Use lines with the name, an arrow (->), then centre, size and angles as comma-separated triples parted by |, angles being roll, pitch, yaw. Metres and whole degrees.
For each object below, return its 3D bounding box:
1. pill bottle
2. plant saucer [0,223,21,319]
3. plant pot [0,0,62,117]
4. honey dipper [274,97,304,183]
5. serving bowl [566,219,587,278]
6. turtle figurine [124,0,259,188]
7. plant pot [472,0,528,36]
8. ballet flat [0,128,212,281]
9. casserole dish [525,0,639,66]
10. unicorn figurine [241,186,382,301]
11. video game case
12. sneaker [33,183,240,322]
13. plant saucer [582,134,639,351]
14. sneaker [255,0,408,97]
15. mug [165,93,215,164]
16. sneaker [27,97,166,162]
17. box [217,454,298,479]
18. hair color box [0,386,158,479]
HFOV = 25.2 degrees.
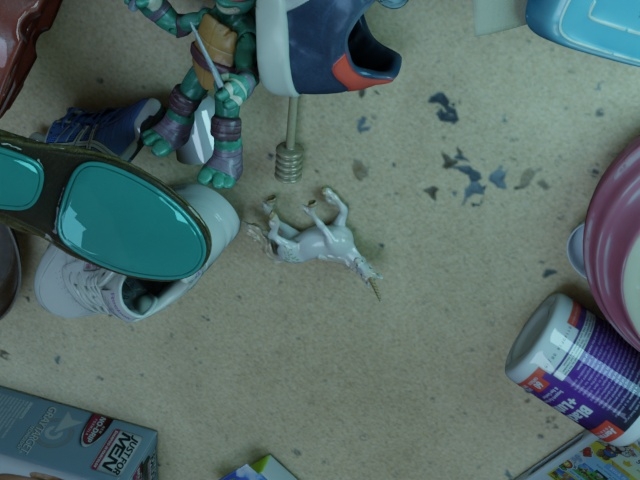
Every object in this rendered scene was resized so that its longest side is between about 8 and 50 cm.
pill bottle -> 0.301, 0.149, 1.503 | 0.193, 0.108, 0.108 | 33, 132, -3
plant saucer -> -0.498, -0.019, 1.758 | 0.311, 0.050, 0.310 | 12, 131, 14
plant pot -> -0.397, -0.258, 1.400 | 0.265, 0.272, 0.272 | 26, 132, -8
honey dipper -> -0.030, -0.132, 1.480 | 0.030, 0.030, 0.160 | 14, 128, 13
serving bowl -> 0.292, 0.006, 1.447 | 0.083, 0.027, 0.083 | 12, 130, 14
turtle figurine -> -0.107, -0.175, 1.387 | 0.175, 0.118, 0.234 | 45, 137, 37
plant pot -> 0.180, -0.252, 1.248 | 0.096, 0.109, 0.109 | -1, 126, 9
ballet flat -> -0.276, -0.052, 1.457 | 0.342, 0.124, 0.116 | 16, 102, -20
casserole dish -> 0.263, -0.203, 1.225 | 0.188, 0.037, 0.114 | 10, 121, -30
unicorn figurine -> 0.000, 0.000, 1.558 | 0.162, 0.060, 0.111 | 4, 129, 41
video game case -> 0.359, 0.316, 1.666 | 0.227, 0.026, 0.206 | 38, 131, -7
sneaker -> -0.235, 0.033, 1.616 | 0.305, 0.152, 0.114 | -23, 116, 37
plant saucer -> 0.414, 0.024, 1.351 | 0.332, 0.084, 0.332 | 8, 128, 10
sneaker -> 0.014, -0.285, 1.286 | 0.148, 0.131, 0.350 | 4, 133, 12
mug -> -0.136, -0.121, 1.515 | 0.078, 0.062, 0.064 | -3, 117, 18
sneaker -> -0.251, -0.108, 1.556 | 0.211, 0.080, 0.081 | -26, 112, 39
box -> -0.058, 0.353, 1.863 | 0.178, 0.042, 0.109 | 44, 129, -13
hair color box -> -0.410, 0.310, 1.935 | 0.375, 0.113, 0.185 | 13, 130, 13
